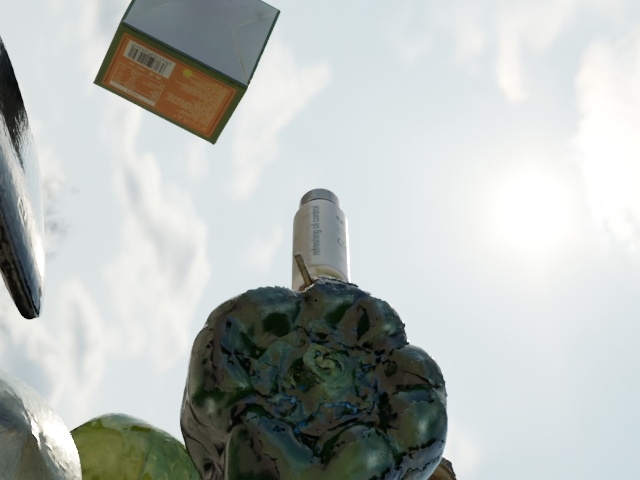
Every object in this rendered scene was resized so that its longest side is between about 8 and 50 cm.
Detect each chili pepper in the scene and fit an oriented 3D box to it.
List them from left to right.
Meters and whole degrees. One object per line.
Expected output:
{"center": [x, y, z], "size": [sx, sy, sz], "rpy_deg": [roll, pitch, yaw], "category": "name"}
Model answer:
{"center": [-0.012, 0.185, 1.232], "size": [0.257, 0.233, 0.249], "rpy_deg": [111, -32, -51], "category": "chili pepper"}

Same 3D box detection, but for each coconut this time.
{"center": [-0.350, 0.233, 1.206], "size": [0.247, 0.245, 0.245], "rpy_deg": [-49, -128, 30], "category": "coconut"}

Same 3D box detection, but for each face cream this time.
{"center": [0.000, 0.000, 2.062], "size": [0.311, 0.092, 0.092], "rpy_deg": [-90, -179, -61], "category": "face cream"}

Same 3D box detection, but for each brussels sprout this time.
{"center": [-0.250, 0.321, 1.624], "size": [0.223, 0.223, 0.161], "rpy_deg": [66, -29, 25], "category": "brussels sprout"}

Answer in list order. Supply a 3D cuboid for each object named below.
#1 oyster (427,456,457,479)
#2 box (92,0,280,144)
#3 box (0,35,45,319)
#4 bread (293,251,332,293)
{"center": [0.096, 0.401, 1.521], "size": [0.096, 0.221, 0.361], "rpy_deg": [60, 9, -45], "category": "oyster"}
{"center": [-0.188, -0.270, 1.828], "size": [0.148, 0.195, 0.177], "rpy_deg": [-53, -166, 48], "category": "box"}
{"center": [-0.265, -0.061, 1.084], "size": [0.201, 0.042, 0.212], "rpy_deg": [-105, -174, -54], "category": "box"}
{"center": [0.040, 0.167, 1.797], "size": [0.344, 0.124, 0.084], "rpy_deg": [67, 21, -13], "category": "bread"}
